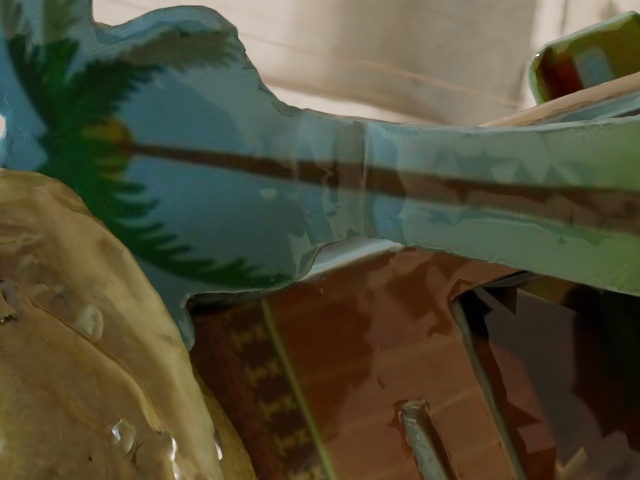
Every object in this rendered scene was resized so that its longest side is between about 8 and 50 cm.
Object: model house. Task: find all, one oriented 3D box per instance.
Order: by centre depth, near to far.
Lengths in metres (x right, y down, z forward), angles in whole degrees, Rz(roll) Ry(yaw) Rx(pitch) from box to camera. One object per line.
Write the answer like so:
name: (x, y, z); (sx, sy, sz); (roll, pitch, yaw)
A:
model house: (0.000, 0.000, 0.748); (0.323, 0.300, 0.340); (-20, -77, 11)

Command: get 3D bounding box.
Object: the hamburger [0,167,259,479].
hamburger: (-0.141, 0.115, 0.553); (0.134, 0.265, 0.285); (22, -105, -72)
